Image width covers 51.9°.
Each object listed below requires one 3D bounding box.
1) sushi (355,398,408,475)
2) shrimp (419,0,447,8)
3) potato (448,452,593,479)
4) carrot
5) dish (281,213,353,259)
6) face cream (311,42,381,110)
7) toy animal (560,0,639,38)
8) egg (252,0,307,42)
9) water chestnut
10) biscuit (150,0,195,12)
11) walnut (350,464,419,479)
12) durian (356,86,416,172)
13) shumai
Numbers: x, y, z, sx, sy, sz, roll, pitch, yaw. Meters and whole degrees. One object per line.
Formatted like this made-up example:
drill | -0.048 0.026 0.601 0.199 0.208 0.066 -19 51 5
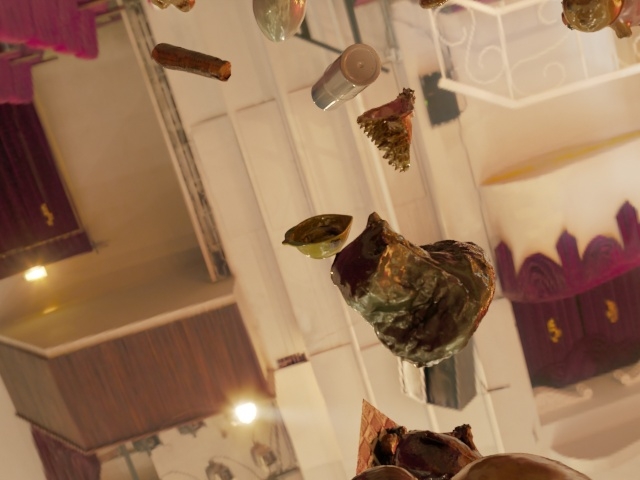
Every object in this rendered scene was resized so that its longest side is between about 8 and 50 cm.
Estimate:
sushi | 0.188 0.583 1.690 0.050 0.264 0.290 -22 -139 31
shrimp | 0.456 -0.929 2.117 0.445 0.085 0.272 -58 -156 -3
potato | 0.256 0.386 0.860 0.301 0.288 0.237 -29 -162 0
carrot | -0.344 -0.475 1.752 0.260 0.070 0.070 20 -149 27
dish | 0.000 0.000 1.759 0.208 0.080 0.149 -20 -150 -11
face cream | 0.042 -0.303 1.246 0.077 0.077 0.250 -20 -174 -11
toy animal | 0.742 -0.617 1.709 0.281 0.195 0.169 -15 174 -19
egg | -0.112 -0.649 1.794 0.151 0.209 0.151 5 -165 -1
water chestnut | 0.284 0.529 1.540 0.224 0.224 0.238 -3 -128 46
biscuit | -0.299 -0.552 1.353 0.225 0.166 0.036 3 -137 38
walnut | 0.105 0.450 1.099 0.162 0.140 0.140 -39 175 42
durian | 0.215 -0.293 1.859 0.185 0.195 0.305 -19 -156 5
shumai | 0.194 0.092 1.550 0.324 0.323 0.397 -55 -166 14
